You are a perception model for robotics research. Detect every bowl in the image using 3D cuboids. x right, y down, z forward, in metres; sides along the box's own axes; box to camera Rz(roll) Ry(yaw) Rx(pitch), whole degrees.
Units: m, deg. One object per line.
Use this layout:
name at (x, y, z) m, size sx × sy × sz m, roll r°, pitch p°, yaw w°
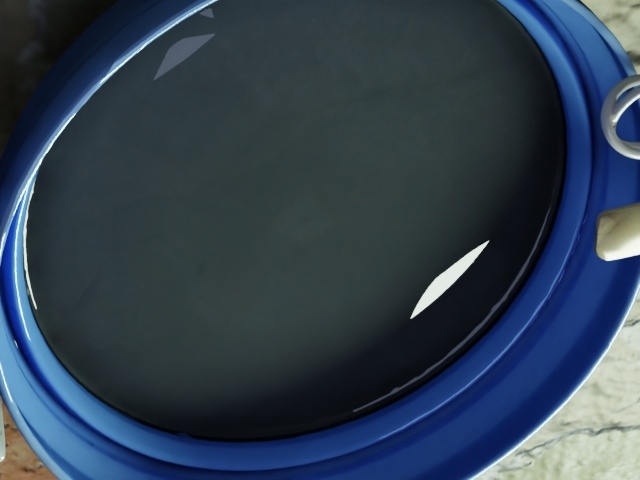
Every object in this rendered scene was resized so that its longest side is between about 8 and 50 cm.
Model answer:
bowl at (0.000, 0.000, 1.043) m, size 0.391 × 0.077 × 0.391 m, roll -11°, pitch 126°, yaw -15°

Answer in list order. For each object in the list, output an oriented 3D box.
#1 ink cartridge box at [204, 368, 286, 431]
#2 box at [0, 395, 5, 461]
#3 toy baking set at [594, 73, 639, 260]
ink cartridge box at (-0.081, 0.117, 1.198) m, size 0.115 × 0.067 × 0.198 m, roll -31°, pitch 132°, yaw 16°
box at (-0.280, 0.103, 1.110) m, size 0.137 × 0.072 × 0.126 m, roll -28°, pitch 132°, yaw 14°
toy baking set at (0.250, -0.092, 1.037) m, size 0.197 × 0.030 × 0.256 m, roll 19°, pitch 105°, yaw -35°
